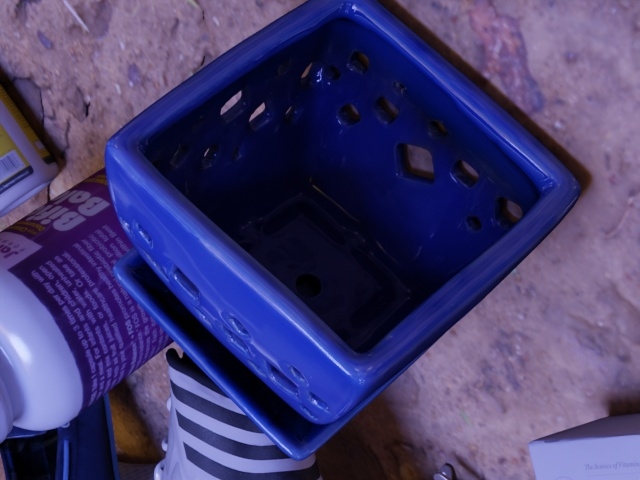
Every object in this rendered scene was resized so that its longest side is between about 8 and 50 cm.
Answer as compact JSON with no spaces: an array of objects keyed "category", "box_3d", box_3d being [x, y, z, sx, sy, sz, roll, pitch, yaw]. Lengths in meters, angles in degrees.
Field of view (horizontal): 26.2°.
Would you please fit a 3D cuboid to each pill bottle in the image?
[{"category":"pill bottle","box_3d":[-0.348,-0.113,1.347,0.184,0.103,0.103,55,143,-4]},{"category":"pill bottle","box_3d":[-0.223,0.057,1.187,0.169,0.301,0.169,27,137,29]}]

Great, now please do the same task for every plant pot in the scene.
[{"category":"plant pot","box_3d":[0.000,0.000,0.972,0.236,0.236,0.212,44,149,12]}]

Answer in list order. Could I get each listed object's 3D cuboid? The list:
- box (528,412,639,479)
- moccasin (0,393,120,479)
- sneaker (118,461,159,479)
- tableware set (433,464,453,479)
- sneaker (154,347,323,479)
[{"category":"box","box_3d":[0.237,0.208,0.953,0.130,0.091,0.170,-17,84,52]},{"category":"moccasin","box_3d":[-0.289,0.201,1.444,0.138,0.117,0.342,-36,66,33]},{"category":"sneaker","box_3d":[-0.248,0.341,1.589,0.366,0.135,0.150,-2,115,49]},{"category":"tableware set","box_3d":[0.154,0.285,1.192,0.194,0.039,0.128,37,126,10]},{"category":"sneaker","box_3d":[-0.094,0.240,1.286,0.447,0.169,0.257,141,131,-60]}]
